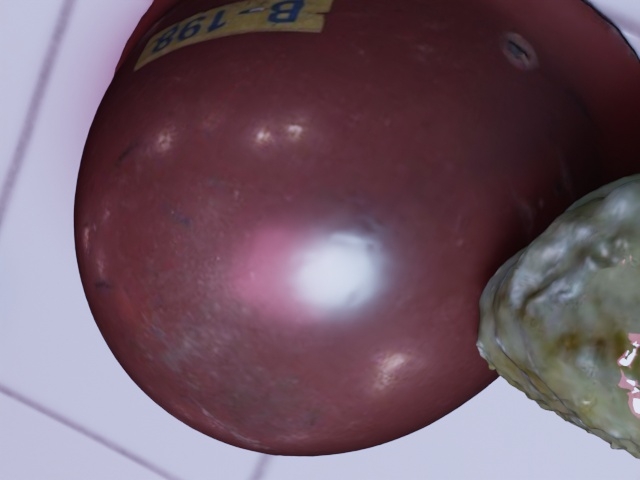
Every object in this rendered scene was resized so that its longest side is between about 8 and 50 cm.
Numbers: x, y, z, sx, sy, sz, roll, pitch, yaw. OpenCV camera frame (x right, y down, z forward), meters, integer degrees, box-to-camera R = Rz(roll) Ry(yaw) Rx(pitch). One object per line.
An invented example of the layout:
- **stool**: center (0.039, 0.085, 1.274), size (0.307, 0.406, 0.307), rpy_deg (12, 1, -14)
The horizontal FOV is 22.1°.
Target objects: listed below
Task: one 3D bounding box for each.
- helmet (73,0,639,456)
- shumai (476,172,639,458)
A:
- **helmet**: center (0.000, 0.000, 0.996), size (0.385, 0.230, 0.337), rpy_deg (-7, 114, 25)
- **shumai**: center (0.270, -0.003, 0.891), size (0.330, 0.292, 0.288), rpy_deg (18, 90, -1)
